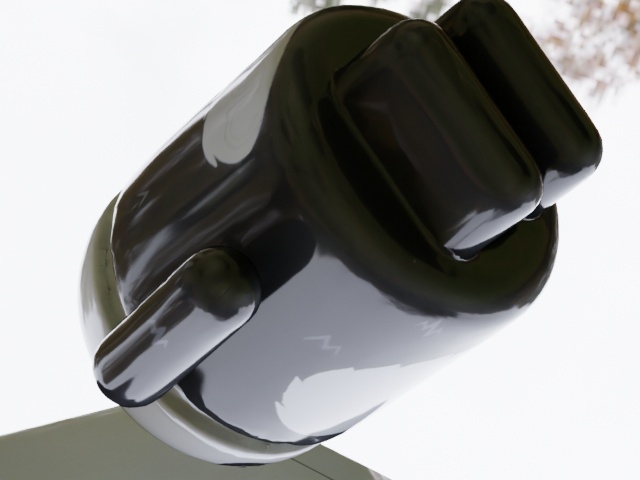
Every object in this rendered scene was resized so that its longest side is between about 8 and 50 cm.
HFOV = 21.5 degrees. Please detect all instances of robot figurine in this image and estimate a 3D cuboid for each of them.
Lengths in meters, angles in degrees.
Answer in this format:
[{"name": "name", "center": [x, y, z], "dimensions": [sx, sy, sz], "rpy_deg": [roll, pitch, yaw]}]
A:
[{"name": "robot figurine", "center": [0.002, 0.001, 0.807], "dimensions": [0.209, 0.278, 0.173], "rpy_deg": [20, -131, -33]}]

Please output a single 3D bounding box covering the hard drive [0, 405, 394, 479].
[{"name": "hard drive", "center": [-0.136, 0.168, 0.947], "dimensions": [0.353, 0.047, 0.233], "rpy_deg": [-12, -157, -42]}]
